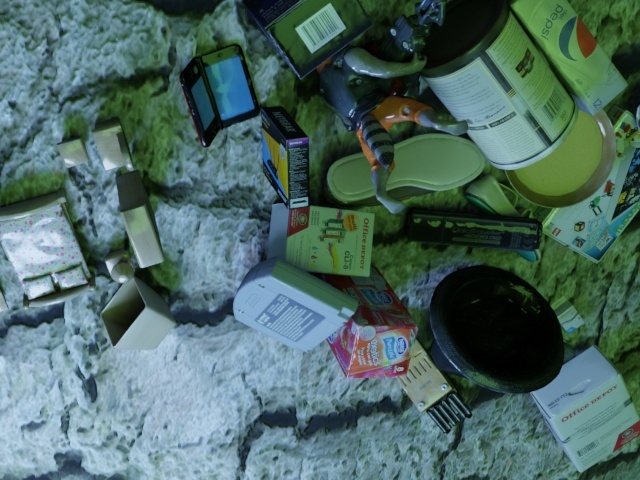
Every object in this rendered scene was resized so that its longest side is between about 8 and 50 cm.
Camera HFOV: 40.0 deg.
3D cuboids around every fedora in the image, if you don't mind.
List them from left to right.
[{"bbox_3d":[0.357,0.214,1.897,0.333,0.334,0.152,9,143,-21],"label":"fedora"}]

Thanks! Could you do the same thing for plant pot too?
[{"bbox_3d":[-0.347,0.151,1.710,0.096,0.109,0.109,29,105,-40],"label":"plant pot"},{"bbox_3d":[0.485,-0.184,1.798,0.236,0.032,0.237,-1,102,-4],"label":"plant pot"}]

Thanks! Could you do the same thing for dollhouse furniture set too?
[{"bbox_3d":[-0.473,-0.011,1.542,0.355,0.174,0.303,-18,120,-8],"label":"dollhouse furniture set"}]

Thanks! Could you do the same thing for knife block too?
[{"bbox_3d":[0.232,0.308,1.993,0.088,0.242,0.276,-37,76,3],"label":"knife block"}]

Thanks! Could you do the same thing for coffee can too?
[{"bbox_3d":[0.321,-0.293,1.624,0.201,0.201,0.275,-42,121,7],"label":"coffee can"}]

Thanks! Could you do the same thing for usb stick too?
[{"bbox_3d":[0.312,-0.022,1.804,0.277,0.045,0.077,5,119,4],"label":"usb stick"}]

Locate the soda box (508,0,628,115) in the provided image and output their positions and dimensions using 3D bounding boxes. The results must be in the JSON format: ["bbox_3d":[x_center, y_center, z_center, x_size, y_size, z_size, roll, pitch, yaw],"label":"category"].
[{"bbox_3d":[0.454,-0.373,1.662,0.091,0.098,0.286,-42,112,6],"label":"soda box"}]

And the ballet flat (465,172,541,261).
[{"bbox_3d":[0.404,-0.053,1.853,0.086,0.086,0.248,-44,120,8],"label":"ballet flat"}]

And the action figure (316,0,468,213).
[{"bbox_3d":[0.104,-0.266,1.500,0.178,0.330,0.341,-10,143,-36],"label":"action figure"}]

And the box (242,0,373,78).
[{"bbox_3d":[-0.026,-0.380,1.467,0.153,0.207,0.108,-37,121,2],"label":"box"}]

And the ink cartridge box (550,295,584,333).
[{"bbox_3d":[0.573,0.174,2.048,0.048,0.028,0.083,-39,121,5],"label":"ink cartridge box"}]

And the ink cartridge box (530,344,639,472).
[{"bbox_3d":[0.645,0.409,2.124,0.197,0.114,0.273,-34,130,2],"label":"ink cartridge box"}]

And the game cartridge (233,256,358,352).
[{"bbox_3d":[-0.063,0.125,1.686,0.198,0.297,0.062,32,64,-5],"label":"game cartridge"}]

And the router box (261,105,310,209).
[{"bbox_3d":[-0.065,-0.152,1.591,0.046,0.179,0.133,-8,118,-16],"label":"router box"}]

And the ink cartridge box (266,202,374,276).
[{"bbox_3d":[0.000,0.000,1.700,0.176,0.127,0.128,5,88,-21],"label":"ink cartridge box"}]

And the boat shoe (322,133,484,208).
[{"bbox_3d":[0.160,-0.130,1.722,0.324,0.097,0.117,-13,79,-15],"label":"boat shoe"}]

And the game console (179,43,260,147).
[{"bbox_3d":[-0.177,-0.256,1.560,0.085,0.124,0.144,-6,122,16],"label":"game console"}]

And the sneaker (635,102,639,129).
[{"bbox_3d":[0.737,-0.236,1.816,0.163,0.086,0.226,-43,113,-27],"label":"sneaker"}]

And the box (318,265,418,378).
[{"bbox_3d":[0.083,0.157,1.753,0.128,0.257,0.123,1,115,-18],"label":"box"}]

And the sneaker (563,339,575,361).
[{"bbox_3d":[0.532,0.265,2.055,0.166,0.076,0.065,13,113,-23],"label":"sneaker"}]

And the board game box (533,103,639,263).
[{"bbox_3d":[0.616,-0.116,1.895,0.193,0.053,0.305,27,106,-26],"label":"board game box"}]
